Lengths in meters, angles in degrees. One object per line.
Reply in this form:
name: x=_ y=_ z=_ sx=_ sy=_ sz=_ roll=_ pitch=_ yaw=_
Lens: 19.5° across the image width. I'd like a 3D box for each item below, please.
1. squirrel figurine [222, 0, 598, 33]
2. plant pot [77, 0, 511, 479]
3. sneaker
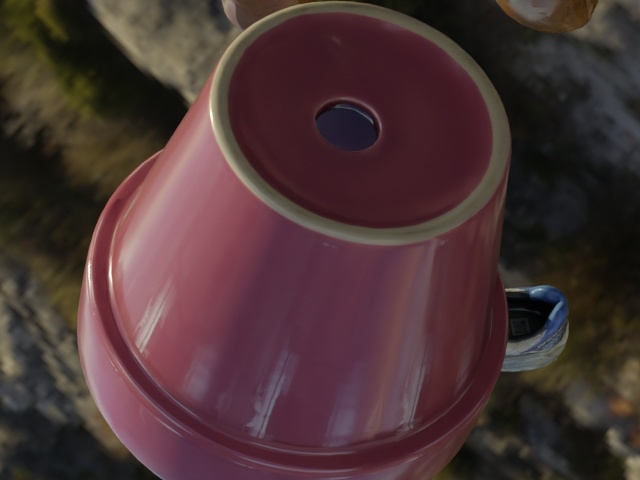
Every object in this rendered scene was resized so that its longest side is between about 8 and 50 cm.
squirrel figurine: x=0.170 y=-0.259 z=0.998 sx=0.370 sy=0.281 sz=0.397 roll=21 pitch=149 yaw=9
plant pot: x=0.000 y=0.000 z=0.833 sx=0.201 sy=0.201 sz=0.180 roll=36 pitch=145 yaw=11
sneaker: x=0.072 y=0.048 z=1.005 sx=0.058 sy=0.135 sz=0.052 roll=105 pitch=149 yaw=-65
